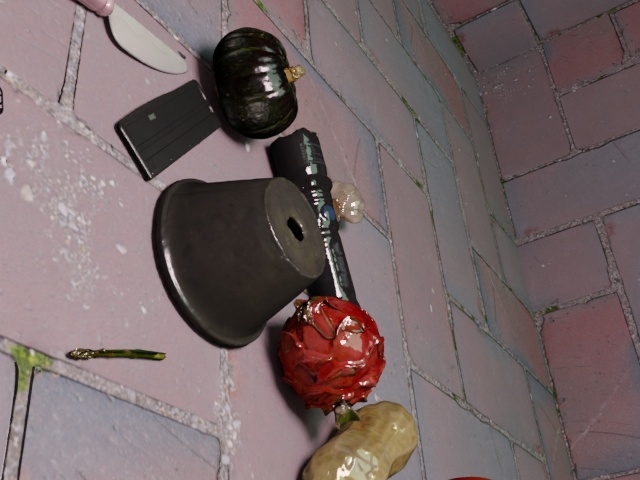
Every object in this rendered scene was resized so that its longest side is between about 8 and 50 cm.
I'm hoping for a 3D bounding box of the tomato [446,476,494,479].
[{"bbox_3d":[0.232,0.543,1.280,0.227,0.298,0.298,12,53,-22],"label":"tomato"}]

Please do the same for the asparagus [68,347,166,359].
[{"bbox_3d":[-0.237,0.135,0.920,0.166,0.013,0.016,19,43,-60],"label":"asparagus"}]

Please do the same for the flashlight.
[{"bbox_3d":[0.000,0.000,1.429,0.103,0.103,0.423,9,63,-63],"label":"flashlight"}]

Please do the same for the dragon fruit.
[{"bbox_3d":[0.021,0.180,1.229,0.172,0.173,0.209,-37,115,-65],"label":"dragon fruit"}]

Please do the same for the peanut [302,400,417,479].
[{"bbox_3d":[0.062,0.351,1.231,0.290,0.130,0.130,-26,94,-59],"label":"peanut"}]

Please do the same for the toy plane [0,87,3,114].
[{"bbox_3d":[-0.375,-0.140,0.840,0.049,0.031,0.120,20,51,-53],"label":"toy plane"}]

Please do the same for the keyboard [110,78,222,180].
[{"bbox_3d":[-0.236,-0.157,1.147,0.103,0.041,0.381,61,19,-14],"label":"keyboard"}]

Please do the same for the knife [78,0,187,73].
[{"bbox_3d":[-0.295,-0.326,1.150,0.336,0.043,0.081,35,46,-54],"label":"knife"}]

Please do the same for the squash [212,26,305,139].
[{"bbox_3d":[-0.112,-0.275,1.352,0.193,0.156,0.193,5,90,-69],"label":"squash"}]

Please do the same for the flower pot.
[{"bbox_3d":[-0.099,0.010,1.131,0.269,0.166,0.268,43,36,-43],"label":"flower pot"}]

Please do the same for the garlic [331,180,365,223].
[{"bbox_3d":[0.054,-0.081,1.631,0.094,0.074,0.113,0,55,-54],"label":"garlic"}]
